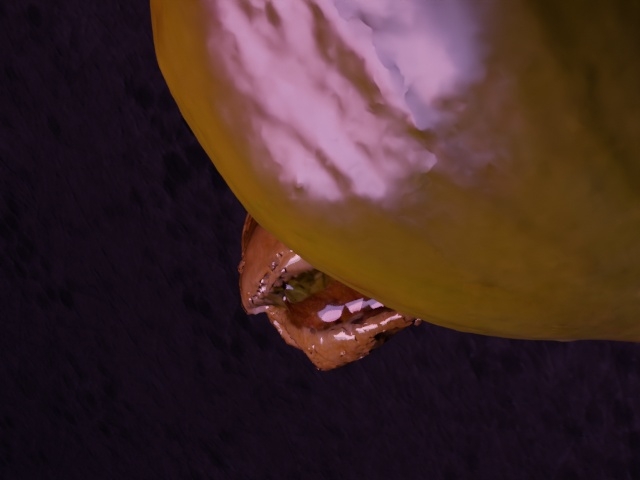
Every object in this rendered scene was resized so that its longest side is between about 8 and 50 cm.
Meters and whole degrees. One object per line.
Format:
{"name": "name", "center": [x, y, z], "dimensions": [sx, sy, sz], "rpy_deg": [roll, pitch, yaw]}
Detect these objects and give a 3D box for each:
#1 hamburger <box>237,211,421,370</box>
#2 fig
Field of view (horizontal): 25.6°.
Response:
{"name": "hamburger", "center": [0.000, 0.000, 0.961], "dimensions": [0.131, 0.262, 0.124], "rpy_deg": [-34, 98, 9]}
{"name": "fig", "center": [0.093, -0.101, 0.717], "dimensions": [0.343, 0.343, 0.343], "rpy_deg": [27, 135, 31]}
